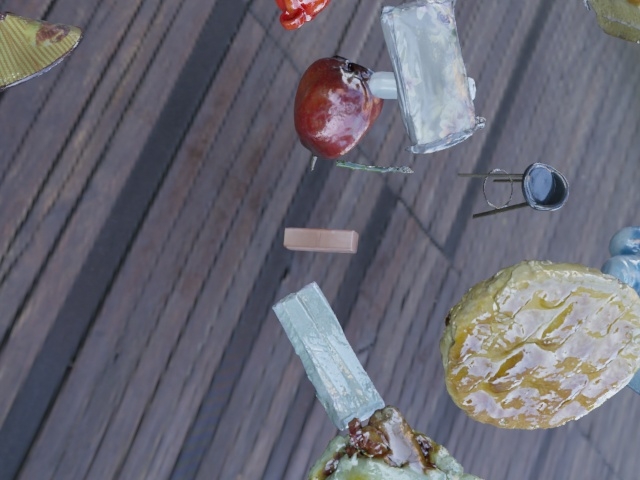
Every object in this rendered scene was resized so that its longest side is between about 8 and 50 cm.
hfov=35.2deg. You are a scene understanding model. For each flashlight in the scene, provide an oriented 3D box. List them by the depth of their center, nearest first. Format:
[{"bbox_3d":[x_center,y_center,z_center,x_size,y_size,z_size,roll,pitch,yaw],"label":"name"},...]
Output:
[{"bbox_3d":[0.186,-0.282,1.875,0.093,0.200,0.047,56,42,-68],"label":"flashlight"}]

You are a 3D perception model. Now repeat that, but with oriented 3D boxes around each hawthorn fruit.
[{"bbox_3d":[0.022,-0.266,2.128,0.189,0.189,0.251,1,125,-54],"label":"hawthorn fruit"}]

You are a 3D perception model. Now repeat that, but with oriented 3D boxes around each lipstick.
[{"bbox_3d":[0.000,0.000,2.042,0.045,0.145,0.045,34,60,-70],"label":"lipstick"}]

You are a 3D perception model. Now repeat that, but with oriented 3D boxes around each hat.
[{"bbox_3d":[-0.444,-0.291,1.451,0.193,0.193,0.082,-50,130,-35],"label":"hat"}]

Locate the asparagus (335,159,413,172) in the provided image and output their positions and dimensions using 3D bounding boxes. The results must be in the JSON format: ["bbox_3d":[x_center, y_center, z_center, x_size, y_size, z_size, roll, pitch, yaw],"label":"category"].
[{"bbox_3d":[0.105,-0.138,1.903,0.163,0.016,0.016,3,133,-21],"label":"asparagus"}]

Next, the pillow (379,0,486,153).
[{"bbox_3d":[0.177,-0.269,1.622,0.169,0.059,0.255,-21,111,-21],"label":"pillow"}]

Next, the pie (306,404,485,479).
[{"bbox_3d":[0.103,0.376,1.368,0.257,0.274,0.105,-51,-179,19],"label":"pie"}]

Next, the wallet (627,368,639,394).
[{"bbox_3d":[0.666,0.246,1.650,0.190,0.379,0.046,-57,166,14],"label":"wallet"}]

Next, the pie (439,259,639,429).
[{"bbox_3d":[0.334,0.163,1.532,0.083,0.340,0.339,-105,174,-52],"label":"pie"}]

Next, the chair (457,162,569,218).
[{"bbox_3d":[0.373,-0.105,1.970,0.095,0.222,0.104,40,69,-30],"label":"chair"}]

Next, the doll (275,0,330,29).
[{"bbox_3d":[0.002,-0.493,1.691,0.160,0.183,0.363,53,49,-46],"label":"doll"}]

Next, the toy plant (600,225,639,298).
[{"bbox_3d":[0.639,0.080,1.812,0.332,0.247,0.247,3,97,-28],"label":"toy plant"}]

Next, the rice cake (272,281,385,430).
[{"bbox_3d":[0.009,0.168,1.492,0.085,0.226,0.040,-18,159,-30],"label":"rice cake"}]

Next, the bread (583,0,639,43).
[{"bbox_3d":[0.592,-0.406,1.650,0.246,0.239,0.111,-26,114,-3],"label":"bread"}]
